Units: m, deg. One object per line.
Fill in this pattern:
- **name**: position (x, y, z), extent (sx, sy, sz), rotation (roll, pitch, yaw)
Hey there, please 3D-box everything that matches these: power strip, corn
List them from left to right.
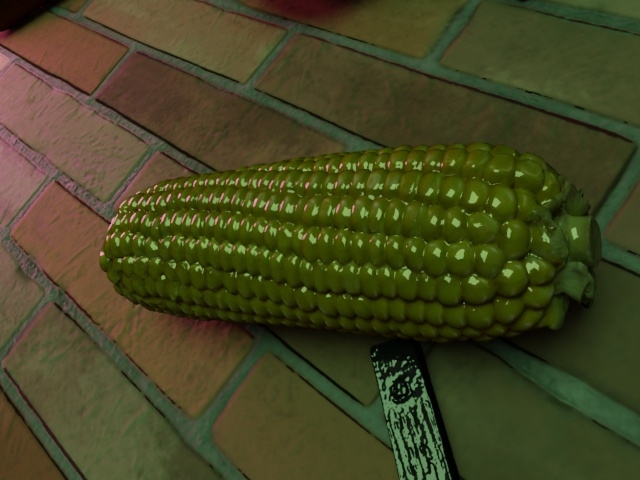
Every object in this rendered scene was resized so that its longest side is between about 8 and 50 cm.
- **corn**: position (0.000, 0.000, 0.444), extent (0.387, 0.144, 0.144), rotation (2, 65, 25)
- **power strip**: position (0.065, 0.123, 0.413), extent (0.037, 0.029, 0.111), rotation (-22, 57, 14)

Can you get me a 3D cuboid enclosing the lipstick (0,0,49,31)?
- **lipstick**: position (-0.376, -0.439, 0.893), extent (0.418, 0.077, 0.077), rotation (-26, 56, 13)
